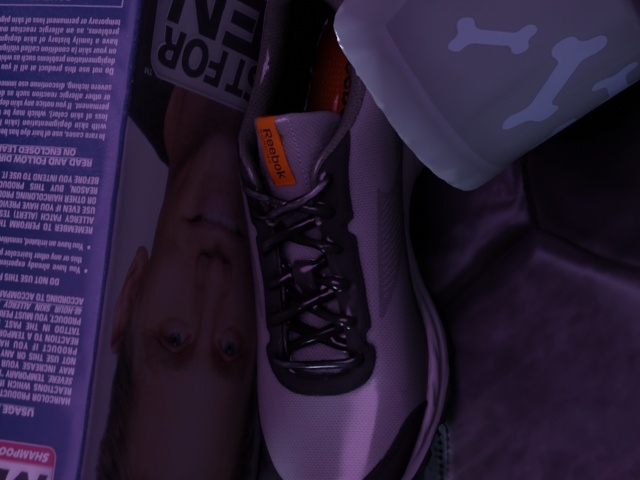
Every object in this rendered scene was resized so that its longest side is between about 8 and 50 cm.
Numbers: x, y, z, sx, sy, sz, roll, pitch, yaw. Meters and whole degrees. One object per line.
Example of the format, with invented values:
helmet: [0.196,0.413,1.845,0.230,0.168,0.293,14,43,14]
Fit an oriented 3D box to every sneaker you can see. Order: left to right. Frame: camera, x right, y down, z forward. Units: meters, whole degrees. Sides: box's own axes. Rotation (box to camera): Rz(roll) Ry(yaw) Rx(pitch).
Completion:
sneaker: [0.000,0.000,0.878,0.100,0.108,0.271,-3,82,31]

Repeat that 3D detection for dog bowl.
dog bowl: [0.045,-0.200,0.755,0.102,0.349,0.348,-21,71,15]

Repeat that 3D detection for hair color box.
hair color box: [-0.094,-0.021,0.899,0.105,0.174,0.347,5,85,26]
